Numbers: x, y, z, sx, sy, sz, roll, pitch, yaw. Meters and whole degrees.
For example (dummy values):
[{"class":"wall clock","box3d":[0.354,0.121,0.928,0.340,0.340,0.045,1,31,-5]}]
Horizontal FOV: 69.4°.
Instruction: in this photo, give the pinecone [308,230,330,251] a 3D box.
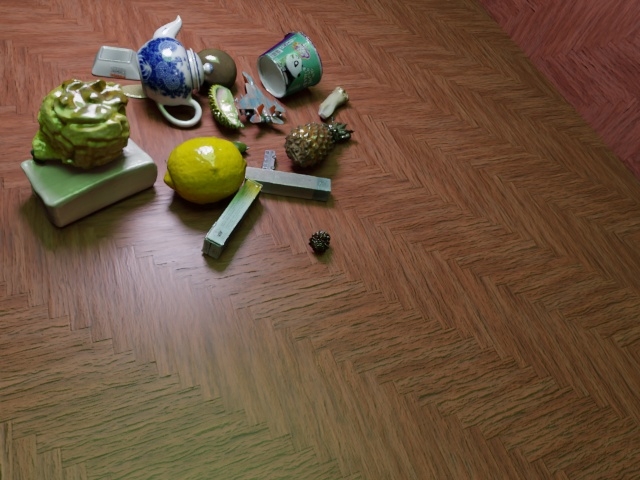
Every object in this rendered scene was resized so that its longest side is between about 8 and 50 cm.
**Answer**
[{"class":"pinecone","box3d":[0.000,0.000,1.611,0.077,0.077,0.083,22,48,1]}]

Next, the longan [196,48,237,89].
[{"class":"longan","box3d":[-0.442,-0.713,1.934,0.189,0.189,0.189,7,54,-10]}]

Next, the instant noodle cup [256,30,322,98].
[{"class":"instant noodle cup","box3d":[-0.144,-0.747,2.002,0.190,0.251,0.251,-38,72,-24]}]

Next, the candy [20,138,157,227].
[{"class":"candy","box3d":[-0.745,-0.210,1.511,0.359,0.145,0.208,-35,69,-32]}]

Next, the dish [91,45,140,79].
[{"class":"dish","box3d":[-0.816,-0.743,1.914,0.235,0.064,0.153,2,55,-15]}]

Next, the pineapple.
[{"class":"pineapple","box3d":[0.008,-0.403,1.858,0.175,0.175,0.361,44,41,16]}]

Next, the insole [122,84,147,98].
[{"class":"insole","box3d":[-0.688,-0.610,1.888,0.248,0.011,0.081,-8,58,-21]}]

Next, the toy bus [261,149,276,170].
[{"class":"toy bus","box3d":[-0.200,-0.294,1.784,0.052,0.037,0.130,9,53,-7]}]

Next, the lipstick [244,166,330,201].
[{"class":"lipstick","box3d":[-0.123,-0.210,1.727,0.318,0.068,0.066,7,55,-11]}]

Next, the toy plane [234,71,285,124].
[{"class":"toy plane","box3d":[-0.275,-0.593,1.930,0.223,0.104,0.326,-6,49,-33]}]

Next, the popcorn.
[{"class":"popcorn","box3d":[-0.706,-0.364,1.394,0.293,0.237,0.292,9,55,-13]}]

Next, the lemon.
[{"class":"lemon","box3d":[-0.392,-0.241,1.579,0.289,0.233,0.233,-15,61,-13]}]

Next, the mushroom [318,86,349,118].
[{"class":"mushroom","box3d":[0.052,-0.603,2.054,0.084,0.071,0.209,50,55,-19]}]

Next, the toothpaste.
[{"class":"toothpaste","box3d":[-0.296,-0.078,1.577,0.071,0.089,0.312,29,53,-3]}]

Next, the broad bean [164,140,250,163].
[{"class":"broad bean","box3d":[-0.411,-0.316,1.731,0.318,0.056,0.098,-17,62,-23]}]

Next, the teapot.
[{"class":"teapot","box3d":[-0.556,-0.653,1.790,0.280,0.252,0.423,-11,96,-15]}]

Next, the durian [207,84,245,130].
[{"class":"durian","box3d":[-0.395,-0.519,1.847,0.137,0.095,0.220,-4,58,-48]}]
